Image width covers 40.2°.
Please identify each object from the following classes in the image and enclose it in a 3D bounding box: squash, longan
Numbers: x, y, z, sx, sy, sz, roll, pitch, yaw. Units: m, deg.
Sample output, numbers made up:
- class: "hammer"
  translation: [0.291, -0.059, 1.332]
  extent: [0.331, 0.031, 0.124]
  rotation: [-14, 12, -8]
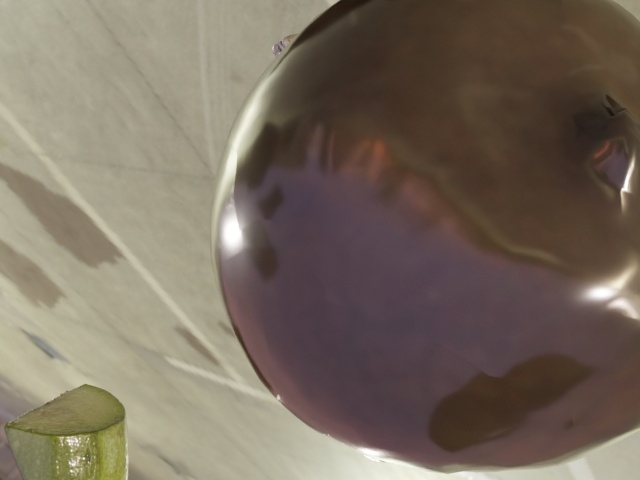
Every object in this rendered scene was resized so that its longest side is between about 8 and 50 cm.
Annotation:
- class: "squash"
  translation: [-0.275, 0.269, 1.087]
  extent: [0.085, 0.192, 0.184]
  rotation: [-26, 90, 20]
- class: "longan"
  translation: [0.080, -0.010, 0.500]
  extent: [0.297, 0.297, 0.297]
  rotation: [29, 155, 15]

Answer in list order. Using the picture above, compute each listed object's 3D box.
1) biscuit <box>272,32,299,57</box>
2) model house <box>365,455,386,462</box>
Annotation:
- class: "biscuit"
  translation: [0.010, -0.372, 1.752]
  extent: [0.062, 0.239, 0.108]
  rotation: [-38, 83, 40]
- class: "model house"
  translation: [0.091, 0.233, 1.054]
  extent: [0.079, 0.066, 0.083]
  rotation: [29, 152, -25]
